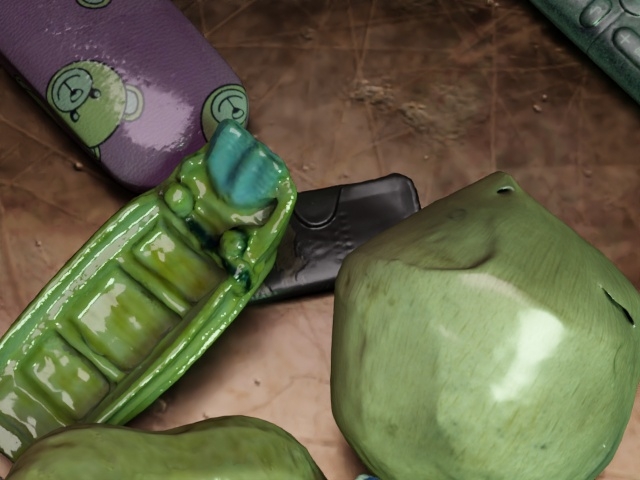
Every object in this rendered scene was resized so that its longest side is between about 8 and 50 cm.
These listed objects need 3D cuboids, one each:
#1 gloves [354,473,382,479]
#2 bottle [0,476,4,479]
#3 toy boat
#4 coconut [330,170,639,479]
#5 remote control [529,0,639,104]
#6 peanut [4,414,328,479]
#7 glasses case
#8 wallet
[{"bbox_3d":[0.014,0.258,1.113,0.097,0.119,0.229,-12,65,42],"label":"gloves"},{"bbox_3d":[-0.176,0.257,1.162,0.093,0.093,0.330,-42,73,-14],"label":"bottle"},{"bbox_3d":[-0.125,0.044,1.245,0.111,0.084,0.276,40,84,16],"label":"toy boat"},{"bbox_3d":[0.109,0.065,1.177,0.224,0.224,0.224,-1,68,2],"label":"coconut"},{"bbox_3d":[0.253,-0.159,1.343,0.107,0.044,0.377,-38,72,-16],"label":"remote control"},{"bbox_3d":[-0.106,0.167,1.145,0.257,0.123,0.123,-5,60,-45],"label":"peanut"},{"bbox_3d":[-0.183,-0.163,1.341,0.123,0.076,0.316,-41,72,-14],"label":"glasses case"},{"bbox_3d":[0.000,0.000,1.300,0.157,0.018,0.082,-9,69,-1],"label":"wallet"}]
